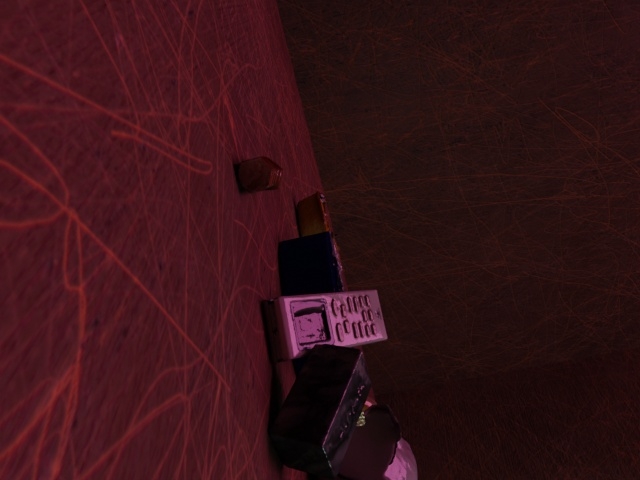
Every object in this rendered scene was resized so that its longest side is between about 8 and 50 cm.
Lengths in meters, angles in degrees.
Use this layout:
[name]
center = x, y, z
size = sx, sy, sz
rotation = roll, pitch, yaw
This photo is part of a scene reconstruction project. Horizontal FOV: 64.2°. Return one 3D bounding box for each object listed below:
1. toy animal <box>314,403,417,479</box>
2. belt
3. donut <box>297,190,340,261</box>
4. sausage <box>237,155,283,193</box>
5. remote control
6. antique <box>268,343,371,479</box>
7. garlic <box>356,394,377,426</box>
[toy animal]
center = 0.100, 0.509, 0.991
size = 0.258, 0.193, 0.358
rotation = -90, 169, -63
[belt]
center = 0.000, 0.155, 1.089
size = 0.212, 0.117, 0.347
rotation = 58, 21, -68
[donut]
center = -0.001, -0.001, 1.525
size = 0.152, 0.101, 0.259
rotation = -94, 171, -54
[sausage]
center = -0.101, -0.118, 0.908
size = 0.169, 0.065, 0.065
rotation = -69, 146, -82
[remote control]
center = 0.019, 0.146, 0.911
size = 0.277, 0.055, 0.103
rotation = 3, 71, -50
[antique]
center = 0.008, 0.245, 0.768
size = 0.183, 0.086, 0.088
rotation = -58, 142, -44
[garlic]
center = 0.087, 0.500, 1.338
size = 0.164, 0.145, 0.245
rotation = -21, 102, -52
